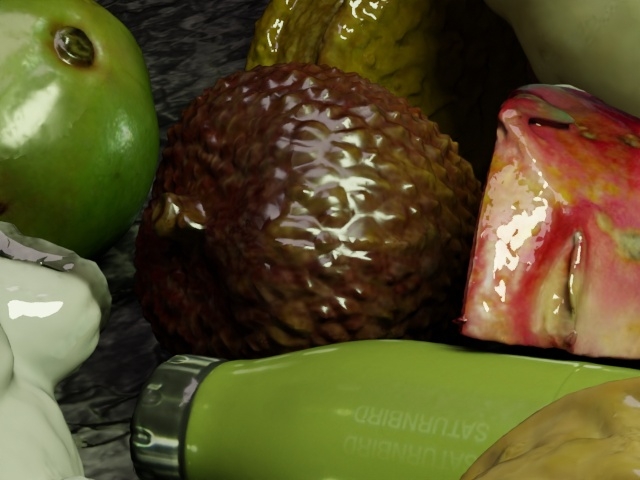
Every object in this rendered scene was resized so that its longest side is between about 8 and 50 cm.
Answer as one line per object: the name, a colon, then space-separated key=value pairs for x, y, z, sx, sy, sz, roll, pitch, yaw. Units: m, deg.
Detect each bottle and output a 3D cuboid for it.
bottle: x=0.038 y=0.099 z=0.832 sx=0.260 sy=0.112 sz=0.112 roll=6 pitch=29 yaw=29

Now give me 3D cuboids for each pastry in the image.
pastry: x=0.041 y=-0.096 z=1.162 sx=0.188 sy=0.189 sz=0.103 roll=-25 pitch=31 yaw=-32

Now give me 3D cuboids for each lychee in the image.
lychee: x=-0.006 y=-0.002 z=0.989 sx=0.194 sy=0.194 sz=0.194 roll=-7 pitch=25 yaw=3

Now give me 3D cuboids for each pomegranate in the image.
pomegranate: x=-0.222 y=-0.048 z=1.159 sx=0.240 sy=0.190 sz=0.159 roll=-2 pitch=49 yaw=11

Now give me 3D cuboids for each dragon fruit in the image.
dragon fruit: x=0.160 y=-0.001 z=0.913 sx=0.161 sy=0.126 sz=0.274 roll=12 pitch=1 yaw=11

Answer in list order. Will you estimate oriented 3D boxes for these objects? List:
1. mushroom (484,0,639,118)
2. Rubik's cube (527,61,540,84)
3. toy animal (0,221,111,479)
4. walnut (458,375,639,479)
mushroom: x=0.236 y=-0.207 z=1.049 sx=0.353 sy=0.325 sz=0.353 roll=-22 pitch=26 yaw=12
Rubik's cube: x=0.130 y=-0.276 z=1.369 sx=0.313 sy=0.318 sz=0.316 roll=-9 pitch=26 yaw=-1
toy animal: x=-0.203 y=0.147 z=0.746 sx=0.257 sy=0.194 sz=0.357 roll=6 pitch=35 yaw=7
walnut: x=0.121 y=0.142 z=0.631 sx=0.213 sy=0.213 sz=0.213 roll=-7 pitch=25 yaw=3
